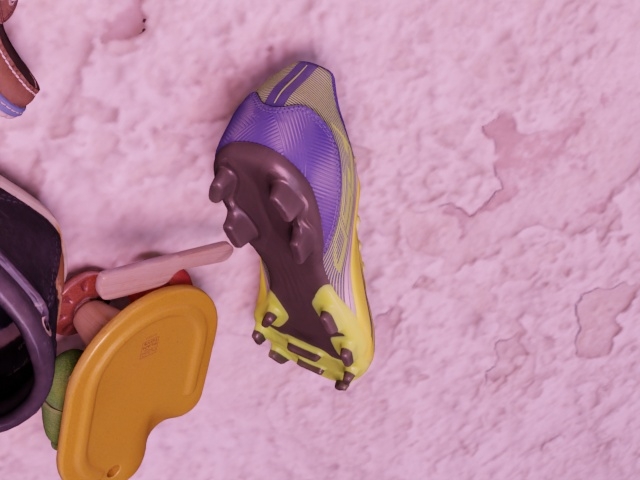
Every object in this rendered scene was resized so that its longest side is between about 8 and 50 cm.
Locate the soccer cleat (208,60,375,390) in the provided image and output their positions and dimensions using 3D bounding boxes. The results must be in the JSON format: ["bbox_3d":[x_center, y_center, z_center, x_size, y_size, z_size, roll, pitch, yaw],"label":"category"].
[{"bbox_3d":[0.001,0.000,0.950,0.121,0.093,0.289,-61,156,-28],"label":"soccer cleat"}]

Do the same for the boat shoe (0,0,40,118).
[{"bbox_3d":[-0.192,-0.143,0.754,0.066,0.066,0.183,-31,134,-2],"label":"boat shoe"}]

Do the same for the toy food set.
[{"bbox_3d":[-0.140,0.072,0.964,0.128,0.071,0.218,-22,140,-42],"label":"toy food set"}]

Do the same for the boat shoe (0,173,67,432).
[{"bbox_3d":[-0.337,-0.022,0.724,0.500,0.156,0.187,28,113,-38],"label":"boat shoe"}]
